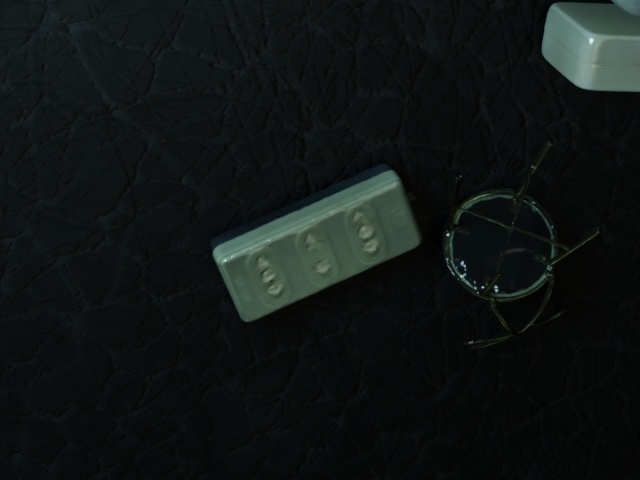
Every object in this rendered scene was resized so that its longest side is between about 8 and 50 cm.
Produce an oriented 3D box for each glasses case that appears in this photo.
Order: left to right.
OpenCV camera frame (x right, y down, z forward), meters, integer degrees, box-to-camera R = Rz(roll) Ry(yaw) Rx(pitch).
[{"bbox_3d":[0.429,-0.229,1.898,0.312,0.131,0.070,0,117,-18],"label":"glasses case"}]

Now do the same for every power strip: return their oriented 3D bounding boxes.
[{"bbox_3d":[0.000,0.000,1.923,0.256,0.070,0.105,-25,122,-5],"label":"power strip"}]

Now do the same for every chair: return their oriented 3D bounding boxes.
[{"bbox_3d":[0.229,0.016,1.970,0.159,0.170,0.326,-23,165,-9],"label":"chair"}]

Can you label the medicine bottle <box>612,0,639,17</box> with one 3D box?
[{"bbox_3d":[0.435,-0.444,1.788,0.282,0.123,0.375,-10,122,-15],"label":"medicine bottle"}]
